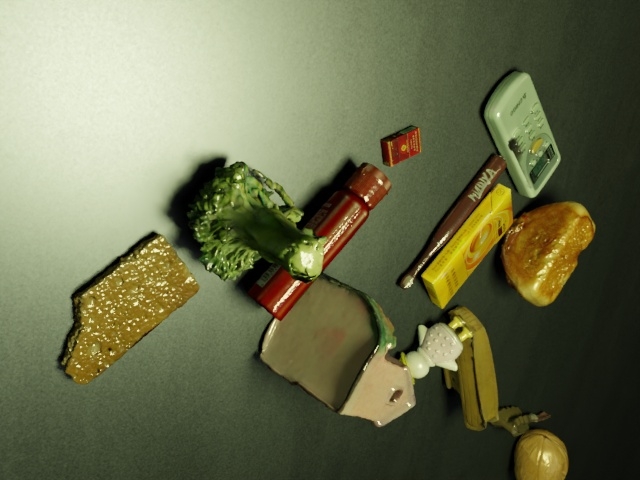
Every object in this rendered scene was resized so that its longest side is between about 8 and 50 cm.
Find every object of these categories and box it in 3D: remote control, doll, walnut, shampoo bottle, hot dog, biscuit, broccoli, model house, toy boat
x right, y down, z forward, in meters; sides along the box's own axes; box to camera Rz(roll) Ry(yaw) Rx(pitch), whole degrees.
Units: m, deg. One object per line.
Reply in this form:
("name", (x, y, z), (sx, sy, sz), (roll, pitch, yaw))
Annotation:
("remote control", (0.448, -0.230, 1.347), (0.140, 0.056, 0.296), (-53, 133, -13))
("doll", (0.250, 0.252, 1.383), (0.207, 0.129, 0.081), (-38, 159, 0))
("walnut", (0.674, 0.675, 1.879), (0.165, 0.165, 0.197), (-10, 119, -35))
("shampoo bottle", (0.000, 0.001, 1.069), (0.076, 0.118, 0.314), (42, 80, -5))
("hot dog", (0.522, 0.021, 1.460), (0.150, 0.153, 0.257), (37, 84, -38))
("biscuit", (-0.305, 0.104, 0.933), (0.237, 0.026, 0.131), (-41, 128, -16))
("broccoli", (-0.067, 0.007, 0.911), (0.177, 0.274, 0.198), (-59, 143, -3))
("model house", (0.066, 0.204, 1.138), (0.237, 0.237, 0.202), (32, 82, -47))
("toy boat", (0.357, 0.309, 1.486), (0.089, 0.121, 0.321), (-23, 109, -28))

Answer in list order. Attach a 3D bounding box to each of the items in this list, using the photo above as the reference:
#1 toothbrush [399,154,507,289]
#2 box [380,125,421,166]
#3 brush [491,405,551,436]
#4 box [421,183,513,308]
("toothbrush", (0.285, -0.039, 1.320), (0.364, 0.041, 0.041), (-52, 132, -8))
("box", (0.153, -0.179, 1.164), (0.082, 0.023, 0.052), (-28, 124, -26))
("brush", (0.605, 0.531, 1.815), (0.301, 0.084, 0.071), (11, 102, -47))
("box", (0.329, 0.015, 1.355), (0.269, 0.043, 0.152), (-49, 150, -10))
